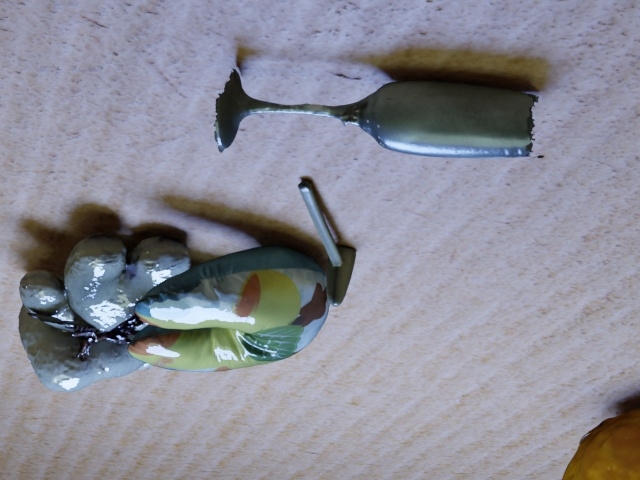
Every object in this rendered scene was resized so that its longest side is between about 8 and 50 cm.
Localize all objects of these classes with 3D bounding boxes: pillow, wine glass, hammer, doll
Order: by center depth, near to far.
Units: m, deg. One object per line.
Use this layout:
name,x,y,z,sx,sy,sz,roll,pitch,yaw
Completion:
wine glass,0.050,-0.098,1.542,0.262,0.074,0.074,4,159,11
hammer,0.000,0.000,1.856,0.028,0.060,0.195,4,155,15
pillow,-0.094,0.076,1.990,0.214,0.086,0.233,-7,161,-14
doll,-0.234,0.076,2.050,0.175,0.149,0.278,31,148,-3

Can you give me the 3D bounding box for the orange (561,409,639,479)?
orange,0.436,0.349,2.245,0.341,0.293,0.340,7,161,3
